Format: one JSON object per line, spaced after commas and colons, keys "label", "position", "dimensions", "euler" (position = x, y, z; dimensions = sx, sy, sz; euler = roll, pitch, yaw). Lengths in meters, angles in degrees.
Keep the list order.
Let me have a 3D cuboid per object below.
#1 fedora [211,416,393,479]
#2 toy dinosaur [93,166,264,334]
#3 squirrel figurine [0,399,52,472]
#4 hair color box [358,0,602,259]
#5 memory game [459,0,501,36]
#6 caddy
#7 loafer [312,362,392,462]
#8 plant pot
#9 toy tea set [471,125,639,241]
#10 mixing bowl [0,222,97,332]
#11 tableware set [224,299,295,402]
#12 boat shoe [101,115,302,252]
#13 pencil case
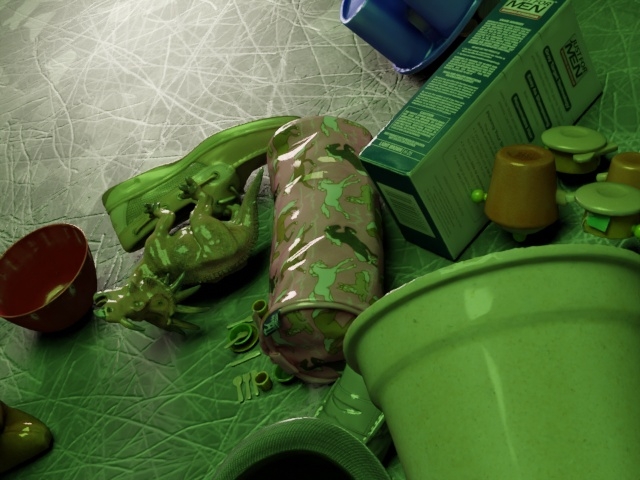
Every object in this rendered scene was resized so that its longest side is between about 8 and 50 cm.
{"label": "fedora", "position": [-0.002, 0.316, 1.310], "dimensions": [0.275, 0.124, 0.243], "euler": [-46, 71, 20]}
{"label": "toy dinosaur", "position": [-0.176, 0.027, 1.730], "dimensions": [0.296, 0.127, 0.200], "euler": [-30, 42, 3]}
{"label": "squirrel figurine", "position": [-0.625, 0.208, 1.640], "dimensions": [0.281, 0.370, 0.397], "euler": [-46, 43, -15]}
{"label": "hair color box", "position": [0.223, -0.162, 1.643], "dimensions": [0.347, 0.174, 0.105], "euler": [-47, 42, -17]}
{"label": "memory game", "position": [0.297, -0.376, 1.927], "dimensions": [0.186, 0.012, 0.186], "euler": [-17, 43, 16]}
{"label": "caddy", "position": [0.173, -0.417, 1.904], "dimensions": [0.241, 0.179, 0.341], "euler": [-38, 28, 46]}
{"label": "loafer", "position": [0.052, 0.191, 1.451], "dimensions": [0.112, 0.111, 0.319], "euler": [23, 64, 42]}
{"label": "plant pot", "position": [0.213, 0.213, 1.189], "dimensions": [0.334, 0.334, 0.305], "euler": [-19, 62, 14]}
{"label": "toy tea set", "position": [0.355, -0.034, 1.517], "dimensions": [0.200, 0.124, 0.336], "euler": [-16, 30, -29]}
{"label": "mixing bowl", "position": [-0.410, 0.073, 1.849], "dimensions": [0.181, 0.098, 0.181], "euler": [-17, 43, 16]}
{"label": "tableware set", "position": [-0.080, 0.143, 1.642], "dimensions": [0.104, 0.024, 0.154], "euler": [-23, 42, 9]}
{"label": "boat shoe", "position": [-0.166, -0.087, 1.864], "dimensions": [0.341, 0.121, 0.110], "euler": [-25, 79, 12]}
{"label": "pencil case", "position": [0.000, 0.000, 1.637], "dimensions": [0.167, 0.160, 0.386], "euler": [7, 46, -5]}
